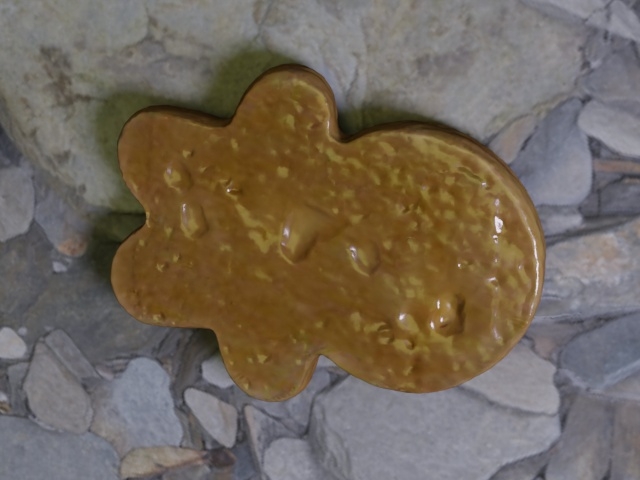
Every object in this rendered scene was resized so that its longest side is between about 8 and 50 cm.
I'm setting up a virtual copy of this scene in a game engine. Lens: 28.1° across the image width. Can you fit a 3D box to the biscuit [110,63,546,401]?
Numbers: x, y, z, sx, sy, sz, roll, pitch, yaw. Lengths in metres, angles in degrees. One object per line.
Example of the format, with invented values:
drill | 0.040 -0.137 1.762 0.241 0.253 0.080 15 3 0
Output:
biscuit | 0.001 0.000 1.013 0.355 0.052 0.275 6 104 16
